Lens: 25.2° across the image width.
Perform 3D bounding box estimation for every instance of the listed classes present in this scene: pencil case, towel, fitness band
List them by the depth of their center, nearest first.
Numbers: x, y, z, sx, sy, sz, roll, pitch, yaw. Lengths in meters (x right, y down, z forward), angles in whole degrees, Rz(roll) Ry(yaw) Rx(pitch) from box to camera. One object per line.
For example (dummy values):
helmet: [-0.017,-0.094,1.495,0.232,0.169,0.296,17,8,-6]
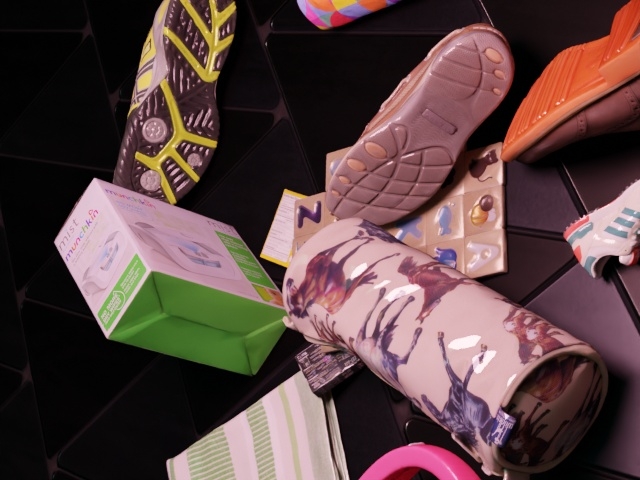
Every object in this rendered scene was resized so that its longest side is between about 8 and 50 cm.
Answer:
fitness band: [0.103,0.361,1.661,0.291,0.054,0.209,-55,47,37]
pencil case: [0.126,0.120,1.662,0.410,0.160,0.183,32,85,43]
towel: [-0.089,0.339,1.942,0.325,0.038,0.247,-37,50,34]
pencil case: [0.067,-0.370,1.990,0.236,0.104,0.104,-11,68,45]

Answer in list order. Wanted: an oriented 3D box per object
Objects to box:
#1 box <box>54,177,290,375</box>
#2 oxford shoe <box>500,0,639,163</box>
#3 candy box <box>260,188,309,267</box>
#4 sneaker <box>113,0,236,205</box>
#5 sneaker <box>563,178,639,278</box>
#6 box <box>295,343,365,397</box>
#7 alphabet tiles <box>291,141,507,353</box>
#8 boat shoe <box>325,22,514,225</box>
box: [-0.207,0.055,2.009,0.126,0.262,0.231,-55,42,17]
oxford shoe: [0.326,-0.153,1.597,0.364,0.133,0.130,-35,26,60]
candy box: [0.000,0.000,1.976,0.206,0.027,0.105,20,87,50]
sneaker: [-0.230,-0.221,2.262,0.147,0.145,0.384,9,79,70]
sneaker: [0.348,-0.015,1.582,0.161,0.057,0.075,-35,69,33]
box: [0.015,0.157,1.886,0.083,0.018,0.067,-36,49,7]
alphabet tiles: [0.095,-0.008,1.857,0.343,0.011,0.285,-15,65,37]
boat shoe: [0.128,-0.144,1.808,0.324,0.123,0.116,-45,16,27]
